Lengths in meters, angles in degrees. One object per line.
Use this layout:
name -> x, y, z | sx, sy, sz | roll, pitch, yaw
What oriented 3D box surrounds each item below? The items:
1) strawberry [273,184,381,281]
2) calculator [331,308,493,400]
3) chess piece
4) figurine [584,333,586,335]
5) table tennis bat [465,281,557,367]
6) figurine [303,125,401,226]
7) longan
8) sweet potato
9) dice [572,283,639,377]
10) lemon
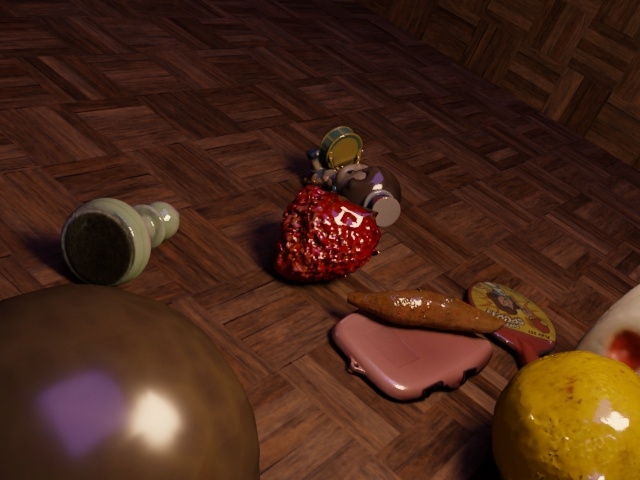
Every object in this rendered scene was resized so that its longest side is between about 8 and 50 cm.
strawberry -> 0.000, 0.000, 1.469 | 0.187, 0.184, 0.201 | 45, 68, -1
calculator -> 0.166, 0.181, 1.406 | 0.329, 0.048, 0.220 | -13, 48, -45
chess piece -> -0.302, -0.016, 1.319 | 0.139, 0.139, 0.271 | 29, 17, 8
figurine -> 0.673, 0.213, 1.655 | 0.222, 0.145, 0.145 | 8, 33, -26
table tennis bat -> 0.393, 0.180, 1.598 | 0.200, 0.038, 0.310 | 17, 26, -12
figurine -> 0.086, -0.121, 1.726 | 0.161, 0.158, 0.275 | -13, 45, -36
longan -> -0.239, 0.210, 0.745 | 0.404, 0.336, 0.404 | 15, 26, -8
sweet potato -> 0.202, 0.121, 1.411 | 0.314, 0.072, 0.066 | 7, 22, -18
dice -> 0.605, 0.253, 1.355 | 0.304, 0.304, 0.277 | -7, 43, -44
lemon -> 0.378, 0.297, 1.159 | 0.258, 0.258, 0.310 | 26, 22, 3
